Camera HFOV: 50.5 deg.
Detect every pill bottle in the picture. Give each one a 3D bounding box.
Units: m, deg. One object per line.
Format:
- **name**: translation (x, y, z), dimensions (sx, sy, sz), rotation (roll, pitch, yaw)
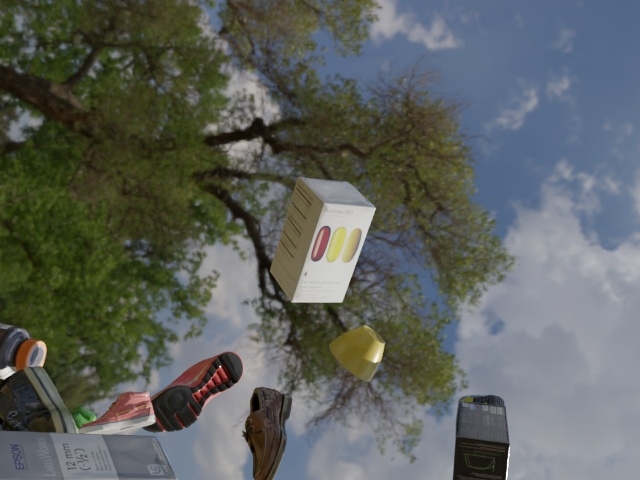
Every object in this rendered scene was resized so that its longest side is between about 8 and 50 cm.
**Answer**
- **pill bottle**: translation (-0.799, 0.263, 1.649), dimensions (0.130, 0.245, 0.131), rotation (10, 90, -81)

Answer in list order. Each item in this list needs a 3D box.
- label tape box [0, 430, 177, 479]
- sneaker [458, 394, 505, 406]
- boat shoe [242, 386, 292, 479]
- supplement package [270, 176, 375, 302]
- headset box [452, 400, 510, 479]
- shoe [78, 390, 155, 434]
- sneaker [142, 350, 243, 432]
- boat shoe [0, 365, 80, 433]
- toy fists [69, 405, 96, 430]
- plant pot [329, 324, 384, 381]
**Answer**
- **label tape box**: translation (-0.404, 0.386, 0.912), dimensions (0.115, 0.347, 0.249), rotation (43, -69, 50)
- **sneaker**: translation (0.474, 0.479, 2.005), dimensions (0.059, 0.144, 0.053), rotation (150, -54, -77)
- **boat shoe**: translation (-0.144, 0.473, 1.653), dimensions (0.111, 0.104, 0.307), rotation (-60, -171, 18)
- **supplement package**: translation (0.000, 0.000, 1.498), dimensions (0.134, 0.139, 0.244), rotation (50, -51, 49)
- **headset box**: translation (0.404, 0.593, 1.739), dimensions (0.246, 0.131, 0.283), rotation (-32, 126, -74)
- **shoe**: translation (-0.487, 0.412, 1.614), dimensions (0.063, 0.178, 0.081), rotation (-54, -132, 55)
- **sneaker**: translation (-0.353, 0.411, 1.824), dimensions (0.136, 0.313, 0.116), rotation (-14, -76, 56)
- **boat shoe**: translation (-0.514, 0.380, 1.228), dimensions (0.500, 0.156, 0.187), rotation (22, -51, 53)
- **toy fists**: translation (-0.702, 0.522, 1.725), dimensions (0.142, 0.279, 0.096), rotation (-10, -72, 52)
- **plant pot**: translation (0.102, 0.266, 1.675), dimensions (0.095, 0.134, 0.134), rotation (-50, -134, 8)
